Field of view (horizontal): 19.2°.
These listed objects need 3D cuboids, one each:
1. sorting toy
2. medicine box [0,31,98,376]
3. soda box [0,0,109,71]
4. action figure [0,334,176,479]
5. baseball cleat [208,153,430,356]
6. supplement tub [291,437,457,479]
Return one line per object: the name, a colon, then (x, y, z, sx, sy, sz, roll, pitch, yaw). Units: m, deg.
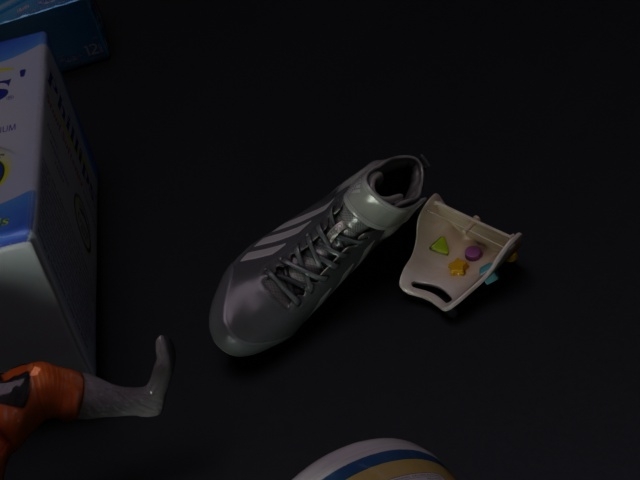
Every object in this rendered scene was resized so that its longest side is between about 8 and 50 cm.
sorting toy: (0.098, 0.017, 1.394, 0.083, 0.045, 0.075, 28, 66, 37)
medicine box: (-0.315, -0.002, 1.442, 0.263, 0.149, 0.289, -13, 36, 3)
soda box: (-0.300, -0.179, 1.693, 0.210, 0.071, 0.067, -17, 43, 0)
action figure: (-0.258, 0.200, 1.210, 0.330, 0.178, 0.341, -9, 47, 7)
baseball cleat: (0.000, 0.000, 1.389, 0.072, 0.109, 0.206, 44, 63, 1)
supplement tub: (0.062, 0.226, 1.112, 0.144, 0.144, 0.200, -30, 45, -14)
